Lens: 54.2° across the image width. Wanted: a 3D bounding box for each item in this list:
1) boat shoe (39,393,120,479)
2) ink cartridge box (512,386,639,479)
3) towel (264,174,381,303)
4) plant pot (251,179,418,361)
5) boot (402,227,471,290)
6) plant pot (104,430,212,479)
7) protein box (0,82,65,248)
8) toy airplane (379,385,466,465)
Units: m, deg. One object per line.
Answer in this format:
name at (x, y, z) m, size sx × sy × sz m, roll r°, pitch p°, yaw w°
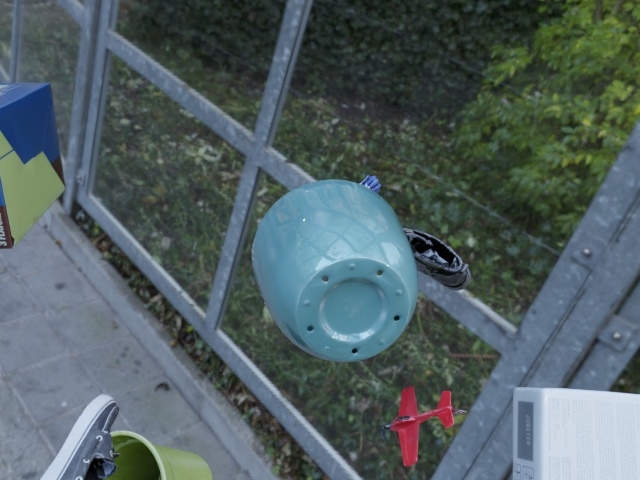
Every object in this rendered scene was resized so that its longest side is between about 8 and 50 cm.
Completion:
boat shoe at (-0.313, 0.301, 0.842) m, size 0.076 × 0.080 × 0.228 m, roll 20°, pitch 23°, yaw -2°
ink cartridge box at (0.313, 0.258, 0.662) m, size 0.232 × 0.189 × 0.066 m, roll 9°, pitch -13°, yaw -22°
towel at (0.000, 0.000, 1.470) m, size 0.336 × 0.243 × 0.040 m, roll -35°, pitch 68°, yaw -25°
plant pot at (0.033, 0.067, 1.066) m, size 0.292 × 0.293 × 0.235 m, roll 13°, pitch 18°, yaw -13°
boot at (0.204, 0.015, 1.313) m, size 0.262 × 0.091 × 0.229 m, roll 26°, pitch -4°, yaw 25°
plant pot at (-0.396, 0.596, 1.480) m, size 0.276 × 0.276 × 0.254 m, roll 39°, pitch 2°, yaw 31°
protein box at (-0.407, -0.086, 0.662) m, size 0.201 × 0.136 × 0.200 m, roll -2°, pitch 22°, yaw -6°
toy airplane at (0.165, 0.295, 1.032) m, size 0.028 × 0.151 × 0.151 m, roll 55°, pitch 9°, yaw -33°
